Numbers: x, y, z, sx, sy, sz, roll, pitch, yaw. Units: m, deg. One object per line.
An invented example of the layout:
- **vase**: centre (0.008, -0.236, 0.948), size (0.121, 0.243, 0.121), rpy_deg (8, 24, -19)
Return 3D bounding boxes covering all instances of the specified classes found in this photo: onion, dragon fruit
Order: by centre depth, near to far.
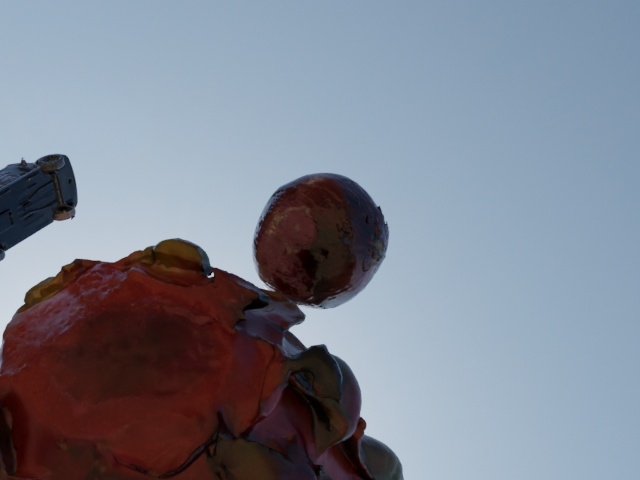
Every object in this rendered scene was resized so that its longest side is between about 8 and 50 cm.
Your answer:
- **dragon fruit**: centre (-0.068, 0.152, 0.634), size (0.307, 0.227, 0.243), rpy_deg (50, -6, 12)
- **onion**: centre (0.000, 0.000, 0.991), size (0.131, 0.131, 0.131), rpy_deg (18, -50, 23)

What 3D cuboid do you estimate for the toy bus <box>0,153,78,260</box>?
- **toy bus**: centre (-0.342, -0.039, 1.180), size (0.076, 0.167, 0.073), rpy_deg (11, -59, 29)
